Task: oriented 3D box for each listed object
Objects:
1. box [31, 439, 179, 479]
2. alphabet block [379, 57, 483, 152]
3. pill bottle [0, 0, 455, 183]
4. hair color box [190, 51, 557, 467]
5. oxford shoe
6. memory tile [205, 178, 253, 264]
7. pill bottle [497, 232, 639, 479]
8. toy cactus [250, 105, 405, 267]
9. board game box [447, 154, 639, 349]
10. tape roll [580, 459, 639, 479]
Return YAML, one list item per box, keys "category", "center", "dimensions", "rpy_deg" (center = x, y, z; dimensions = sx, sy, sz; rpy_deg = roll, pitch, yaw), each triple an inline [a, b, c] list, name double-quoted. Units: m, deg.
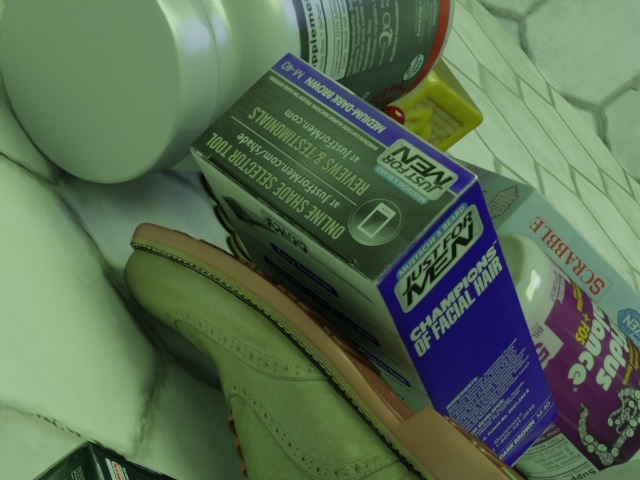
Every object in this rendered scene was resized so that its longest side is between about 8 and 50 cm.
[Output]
- category: "box"
  center: [-0.060, 0.230, 0.947]
  dimensions: [0.175, 0.051, 0.220]
  rpy_deg: [33, 25, -46]
- category: "alphabet block"
  center: [0.010, -0.151, 1.651]
  dimensions: [0.197, 0.192, 0.193]
  rpy_deg: [57, 14, 16]
- category: "pill bottle"
  center: [-0.066, -0.171, 1.363]
  dimensions: [0.210, 0.210, 0.363]
  rpy_deg: [54, 38, 8]
- category: "hair color box"
  center: [0.049, 0.037, 1.255]
  dimensions: [0.185, 0.110, 0.339]
  rpy_deg: [36, -14, 33]
- category: "oxford shoe"
  center: [-0.018, 0.127, 1.138]
  dimensions: [0.397, 0.146, 0.140]
  rpy_deg: [38, -1, 34]
- category: "memory tile"
  center: [-0.058, -0.016, 1.528]
  dimensions: [0.113, 0.012, 0.148]
  rpy_deg: [33, 25, -45]
- category: "pill bottle"
  center: [0.231, 0.146, 1.665]
  dimensions: [0.301, 0.169, 0.169]
  rpy_deg: [43, 19, -23]
- category: "toy cactus"
  center: [0.000, 0.000, 1.421]
  dimensions: [0.180, 0.219, 0.112]
  rpy_deg: [-28, 57, -33]
- category: "board game box"
  center: [0.249, 0.045, 1.872]
  dimensions: [0.318, 0.066, 0.318]
  rpy_deg: [43, -4, -20]
- category: "tape roll"
  center: [0.173, 0.271, 1.067]
  dimensions: [0.100, 0.286, 0.286]
  rpy_deg: [47, 18, -17]
